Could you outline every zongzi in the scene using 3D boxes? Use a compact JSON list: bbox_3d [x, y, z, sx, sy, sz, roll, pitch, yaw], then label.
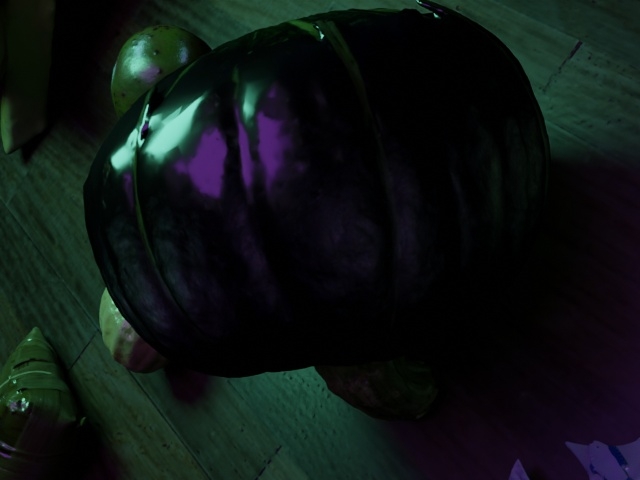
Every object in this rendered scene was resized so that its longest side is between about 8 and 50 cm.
[{"bbox_3d":[-0.283,0.192,0.864,0.189,0.081,0.178,-67,26,11],"label":"zongzi"}]

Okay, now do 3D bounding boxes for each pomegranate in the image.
[{"bbox_3d":[-0.118,-0.138,0.851,0.142,0.114,0.115,3,70,13],"label":"pomegranate"}]

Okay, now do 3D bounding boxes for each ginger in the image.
[{"bbox_3d":[-0.362,-0.312,1.081,0.358,0.211,0.414,-20,49,45],"label":"ginger"}]

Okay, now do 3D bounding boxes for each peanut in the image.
[{"bbox_3d":[-0.145,0.024,0.815,0.082,0.082,0.187,-6,66,35],"label":"peanut"}]

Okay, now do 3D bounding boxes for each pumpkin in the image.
[{"bbox_3d":[0.000,0.000,0.600,0.295,0.295,0.296,-16,61,31],"label":"pumpkin"}]

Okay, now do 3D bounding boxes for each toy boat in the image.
[{"bbox_3d":[0.178,0.158,0.546,0.149,0.034,0.105,-22,54,13],"label":"toy boat"}]
